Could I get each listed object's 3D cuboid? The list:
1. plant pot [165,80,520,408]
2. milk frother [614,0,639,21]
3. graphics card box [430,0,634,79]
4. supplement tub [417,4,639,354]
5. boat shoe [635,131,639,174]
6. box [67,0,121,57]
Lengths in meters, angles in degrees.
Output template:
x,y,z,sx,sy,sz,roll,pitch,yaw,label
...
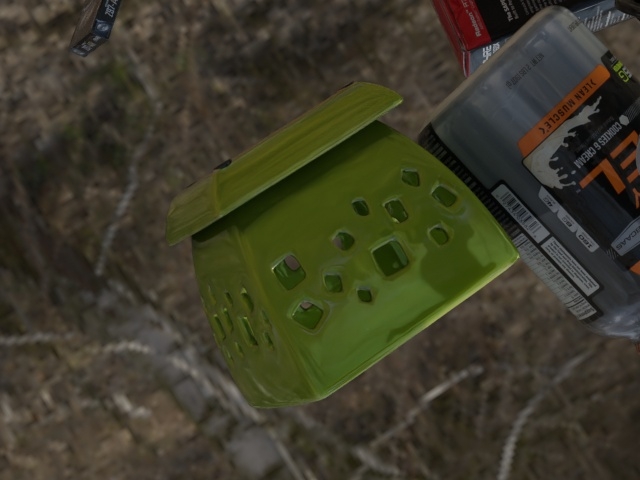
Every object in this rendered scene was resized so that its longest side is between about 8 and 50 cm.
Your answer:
x,y,z,sx,sy,sz,roll,pitch,yaw,label
0.000,0.000,1.420,0.227,0.207,0.228,-33,-176,-19,plant pot
0.277,-0.210,1.098,0.143,0.135,0.129,-5,-176,-39,milk frother
0.280,-0.345,1.734,0.370,0.233,0.094,-22,162,-1,graphics card box
0.257,-0.046,1.503,0.193,0.316,0.193,-44,179,-1,supplement tub
0.333,-0.007,1.158,0.095,0.258,0.084,-39,-176,30,boat shoe
-0.200,-0.215,1.485,0.018,0.083,0.067,23,162,-22,box
